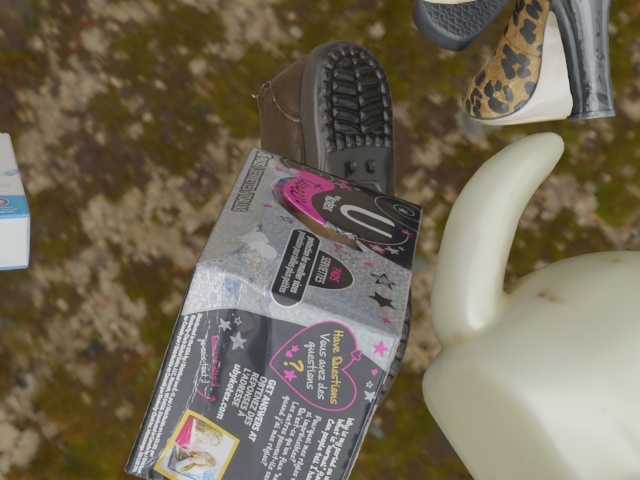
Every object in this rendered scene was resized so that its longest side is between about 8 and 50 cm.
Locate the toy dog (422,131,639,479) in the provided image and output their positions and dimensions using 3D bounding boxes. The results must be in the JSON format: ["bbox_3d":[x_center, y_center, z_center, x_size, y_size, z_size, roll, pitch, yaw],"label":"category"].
[{"bbox_3d":[0.277,0.099,1.004,0.408,0.395,0.284,-22,165,-22],"label":"toy dog"}]

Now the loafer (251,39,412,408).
[{"bbox_3d":[0.000,0.000,1.645,0.133,0.130,0.366,7,83,-41],"label":"loafer"}]

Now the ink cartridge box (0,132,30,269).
[{"bbox_3d":[-0.270,-0.029,1.308,0.088,0.122,0.052,-4,125,-16],"label":"ink cartridge box"}]

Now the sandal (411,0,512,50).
[{"bbox_3d":[0.178,-0.269,1.695,0.254,0.097,0.054,-38,170,-26],"label":"sandal"}]

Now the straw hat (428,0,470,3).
[{"bbox_3d":[0.075,-0.216,1.021,0.144,0.061,0.145,0,87,6],"label":"straw hat"}]

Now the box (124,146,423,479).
[{"bbox_3d":[-0.022,0.061,1.189,0.142,0.247,0.163,20,111,-2],"label":"box"}]

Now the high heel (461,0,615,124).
[{"bbox_3d":[0.192,-0.201,1.594,0.093,0.261,0.186,-7,95,-21],"label":"high heel"}]
